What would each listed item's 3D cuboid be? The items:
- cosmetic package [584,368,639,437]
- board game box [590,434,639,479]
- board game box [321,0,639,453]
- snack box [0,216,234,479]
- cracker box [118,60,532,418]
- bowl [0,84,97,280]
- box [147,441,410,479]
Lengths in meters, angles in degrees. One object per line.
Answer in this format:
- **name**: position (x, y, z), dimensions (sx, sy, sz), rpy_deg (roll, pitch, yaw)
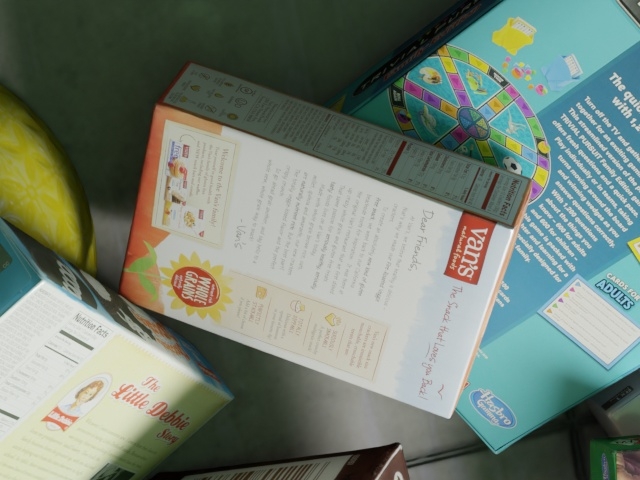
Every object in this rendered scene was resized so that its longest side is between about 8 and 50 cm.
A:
- **cosmetic package**: position (0.297, 0.166, 1.302), dimensions (0.127, 0.107, 0.238), rpy_deg (-33, 99, -2)
- **board game box**: position (0.336, 0.227, 1.237), dimensions (0.317, 0.046, 0.214), rpy_deg (-3, 96, -14)
- **board game box**: position (0.161, -0.045, 1.180), dimensions (0.336, 0.079, 0.254), rpy_deg (-35, 105, 31)
- **snack box**: position (-0.185, 0.106, 1.131), dimensions (0.187, 0.322, 0.060), rpy_deg (-42, 67, 1)
- **cracker box**: position (0.000, 0.000, 1.169), dimensions (0.232, 0.067, 0.156), rpy_deg (20, 126, 7)
- **bowl**: position (-0.283, 0.027, 1.176), dimensions (0.289, 0.156, 0.289), rpy_deg (-1, 100, -8)
- **box**: position (-0.007, 0.343, 1.246), dimensions (0.191, 0.143, 0.381), rpy_deg (-10, 103, 20)
